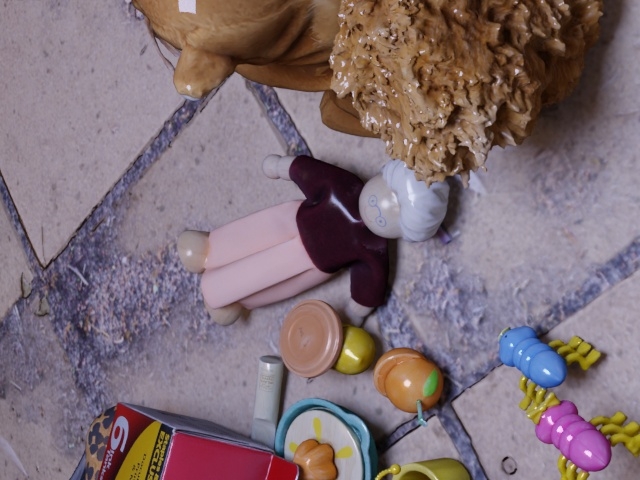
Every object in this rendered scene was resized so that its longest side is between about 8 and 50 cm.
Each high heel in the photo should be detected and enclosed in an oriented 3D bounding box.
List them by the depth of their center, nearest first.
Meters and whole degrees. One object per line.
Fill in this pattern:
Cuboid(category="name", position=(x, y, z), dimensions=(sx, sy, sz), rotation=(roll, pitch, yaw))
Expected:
Cuboid(category="high heel", position=(-0.246, 0.345, 1.423), dimensions=(0.186, 0.093, 0.261), rotation=(-59, 47, 32))

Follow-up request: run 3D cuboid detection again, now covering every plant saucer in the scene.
Cuboid(category="plant saucer", position=(-0.013, 0.103, 1.189), dimensions=(0.083, 0.013, 0.083), rotation=(-12, 71, 38))

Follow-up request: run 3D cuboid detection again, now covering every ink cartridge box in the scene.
Cuboid(category="ink cartridge box", position=(-0.167, 0.355, 1.233), dimensions=(0.272, 0.130, 0.309), rotation=(0, 74, 63))

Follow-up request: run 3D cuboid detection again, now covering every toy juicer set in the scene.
Cuboid(category="toy juicer set", position=(0.000, 0.197, 1.208), dimensions=(0.329, 0.089, 0.209), rotation=(-9, 91, 42))

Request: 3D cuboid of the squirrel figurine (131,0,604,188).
Cuboid(category="squirrel figurine", position=(0.034, -0.212, 0.998), dimensions=(0.397, 0.370, 0.281), rotation=(24, 106, 38))

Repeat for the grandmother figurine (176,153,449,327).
Cuboid(category="grandmother figurine", position=(0.000, 0.000, 1.209), dimensions=(0.342, 0.104, 0.208), rotation=(-25, 104, 40))

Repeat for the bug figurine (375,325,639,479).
Cuboid(category="bug figurine", position=(0.157, 0.196, 0.993), dimensions=(0.279, 0.072, 0.216), rotation=(-51, 30, -3))
